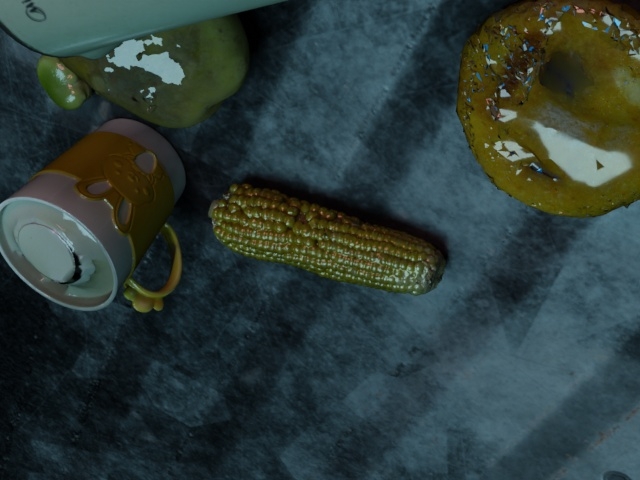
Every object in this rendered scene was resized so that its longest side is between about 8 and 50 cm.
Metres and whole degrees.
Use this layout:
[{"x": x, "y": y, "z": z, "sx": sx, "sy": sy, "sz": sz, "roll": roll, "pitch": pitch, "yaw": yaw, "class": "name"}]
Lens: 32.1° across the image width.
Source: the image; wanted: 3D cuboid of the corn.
[{"x": 0.000, "y": 0.000, "z": 1.408, "sx": 0.320, "sy": 0.097, "sz": 0.097, "roll": 16, "pitch": 136, "yaw": 18, "class": "corn"}]

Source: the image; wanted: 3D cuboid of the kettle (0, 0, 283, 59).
[{"x": -0.154, "y": -0.354, "z": 0.991, "sx": 0.377, "sy": 0.250, "sz": 0.361, "roll": -11, "pitch": 130, "yaw": 28, "class": "kettle"}]

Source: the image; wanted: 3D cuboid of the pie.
[{"x": 0.253, "y": -0.137, "z": 1.122, "sx": 0.274, "sy": 0.069, "sz": 0.273, "roll": 17, "pitch": 135, "yaw": 18, "class": "pie"}]

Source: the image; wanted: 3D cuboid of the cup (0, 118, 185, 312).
[{"x": -0.274, "y": -0.022, "z": 1.462, "sx": 0.241, "sy": 0.226, "sz": 0.185, "roll": 44, "pitch": 137, "yaw": -13, "class": "cup"}]

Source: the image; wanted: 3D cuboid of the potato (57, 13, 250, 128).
[{"x": -0.222, "y": -0.244, "z": 1.284, "sx": 0.296, "sy": 0.141, "sz": 0.191, "roll": 34, "pitch": 137, "yaw": 4, "class": "potato"}]

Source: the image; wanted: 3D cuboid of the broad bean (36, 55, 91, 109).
[{"x": -0.340, "y": -0.209, "z": 1.467, "sx": 0.083, "sy": 0.045, "sz": 0.063, "roll": 47, "pitch": 137, "yaw": -2, "class": "broad bean"}]
